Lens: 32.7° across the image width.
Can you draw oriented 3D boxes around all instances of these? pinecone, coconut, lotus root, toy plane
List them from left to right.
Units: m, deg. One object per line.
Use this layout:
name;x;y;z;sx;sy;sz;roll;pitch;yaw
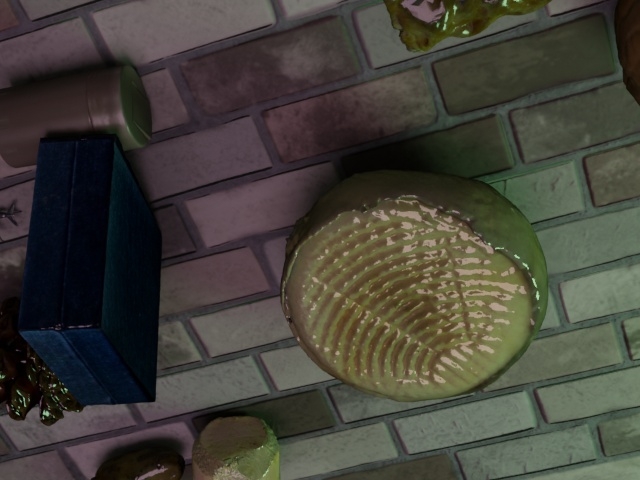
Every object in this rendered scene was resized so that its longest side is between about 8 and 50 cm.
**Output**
toy plane;-0.472;-0.036;1.558;0.084;0.024;0.078;-3;107;5
pinecone;-0.426;0.174;1.610;0.208;0.207;0.207;1;125;2
lotus root;-0.305;0.392;1.821;0.179;0.080;0.089;-20;120;12
coconut;-0.136;0.374;1.764;0.147;0.147;0.152;1;122;1

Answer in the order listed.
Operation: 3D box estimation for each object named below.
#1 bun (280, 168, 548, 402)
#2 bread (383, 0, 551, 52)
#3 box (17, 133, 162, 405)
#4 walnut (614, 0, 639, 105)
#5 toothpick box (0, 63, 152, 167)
bun;0.127;0.041;1.479;0.364;0.202;0.364;5;127;7
bread;0.191;-0.324;1.261;0.268;0.130;0.152;-18;114;15
box;-0.289;0.046;1.405;0.116;0.261;0.279;-2;153;3
walnut;0.477;-0.254;1.217;0.313;0.277;0.252;-37;79;32
toothpick box;-0.321;-0.160;1.410;0.181;0.111;0.111;-9;125;10
